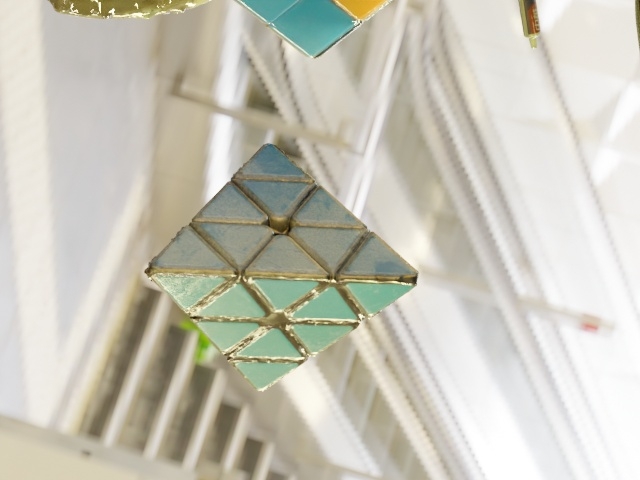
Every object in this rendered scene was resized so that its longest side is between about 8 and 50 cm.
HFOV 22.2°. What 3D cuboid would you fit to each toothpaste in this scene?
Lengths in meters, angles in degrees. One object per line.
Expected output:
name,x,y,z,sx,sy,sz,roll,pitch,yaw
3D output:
toothpaste,0.251,-0.301,1.985,0.037,0.021,0.140,-32,116,-49

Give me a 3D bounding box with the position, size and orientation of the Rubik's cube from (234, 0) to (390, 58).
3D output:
Rubik's cube,-0.020,-0.480,2.186,0.290,0.291,0.291,-36,-138,25

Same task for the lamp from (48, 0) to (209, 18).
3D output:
lamp,-0.150,-0.272,1.592,0.250,0.101,0.101,-20,146,-26

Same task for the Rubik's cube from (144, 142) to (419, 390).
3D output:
Rubik's cube,0.000,0.000,1.306,0.211,0.178,0.190,50,47,-56

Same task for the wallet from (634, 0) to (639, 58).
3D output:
wallet,0.334,-0.152,1.473,0.342,0.075,0.237,22,66,-66
